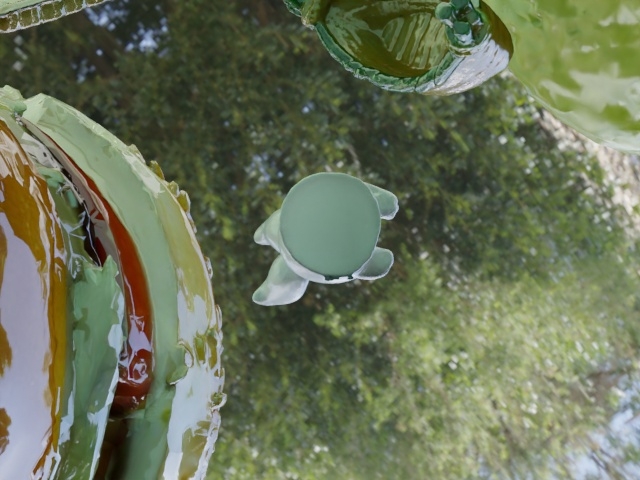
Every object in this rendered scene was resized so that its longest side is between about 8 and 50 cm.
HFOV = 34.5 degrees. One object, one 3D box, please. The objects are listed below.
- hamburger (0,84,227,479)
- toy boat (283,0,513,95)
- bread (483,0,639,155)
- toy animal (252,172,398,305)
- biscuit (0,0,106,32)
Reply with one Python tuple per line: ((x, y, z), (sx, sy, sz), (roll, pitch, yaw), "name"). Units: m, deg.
((-0.218, 0.063, 0.498), (0.330, 0.250, 0.330), (-2, -97, 21), "hamburger")
((0.055, -0.153, 0.735), (0.229, 0.088, 0.089), (26, -89, 57), "toy boat")
((0.309, -0.256, 0.798), (0.348, 0.348, 0.308), (-58, 177, -19), "bread")
((0.001, 0.001, 1.056), (0.131, 0.103, 0.221), (-10, 174, -14), "toy animal")
((-0.173, -0.237, 0.837), (0.254, 0.029, 0.172), (-27, -140, -22), "biscuit")
